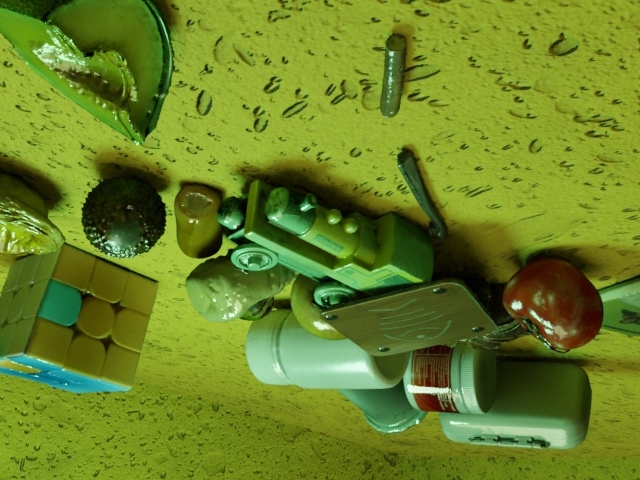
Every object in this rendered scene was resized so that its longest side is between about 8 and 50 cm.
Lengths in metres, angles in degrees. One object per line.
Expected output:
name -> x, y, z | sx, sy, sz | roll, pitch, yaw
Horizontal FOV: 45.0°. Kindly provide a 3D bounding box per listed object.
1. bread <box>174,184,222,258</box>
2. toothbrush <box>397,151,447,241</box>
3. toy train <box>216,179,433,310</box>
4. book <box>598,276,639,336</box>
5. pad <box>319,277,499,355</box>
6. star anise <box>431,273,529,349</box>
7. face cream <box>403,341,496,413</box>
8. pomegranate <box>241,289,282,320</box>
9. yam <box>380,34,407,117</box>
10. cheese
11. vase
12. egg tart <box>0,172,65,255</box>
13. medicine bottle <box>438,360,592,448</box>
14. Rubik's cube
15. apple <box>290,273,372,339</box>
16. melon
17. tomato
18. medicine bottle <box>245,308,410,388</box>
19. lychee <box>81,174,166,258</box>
bread -> -0.237, -0.029, 1.497 | 0.093, 0.073, 0.239 | 16, 158, -1
toothbrush -> 0.170, -0.068, 1.289 | 0.031, 0.030, 0.297 | 11, 160, 25
toy train -> 0.000, 0.000, 1.387 | 0.369, 0.150, 0.237 | 26, 144, -34
book -> 0.683, 0.131, 1.547 | 0.239, 0.035, 0.352 | 16, 157, -19
pad -> 0.179, 0.158, 1.513 | 0.287, 0.018, 0.284 | -15, 149, 22
star anise -> 0.304, 0.155, 1.661 | 0.332, 0.117, 0.331 | 2, 151, 1
face cream -> 0.329, 0.336, 1.964 | 0.187, 0.201, 0.201 | -3, 154, 28
pomegranate -> -0.147, 0.118, 1.742 | 0.163, 0.125, 0.138 | -4, 141, 29
yam -> 0.093, -0.206, 0.987 | 0.032, 0.032, 0.145 | 8, 157, 6
cheese -> -0.150, 0.074, 1.544 | 0.226, 0.214, 0.117 | -9, 107, 47
vase -> 0.143, 0.355, 2.095 | 0.245, 0.245, 0.291 | -7, 143, 36
egg tart -> -0.646, -0.061, 1.538 | 0.295, 0.116, 0.295 | 6, 158, 3
medicine bottle -> 0.510, 0.425, 2.033 | 0.375, 0.282, 0.123 | -5, 118, 27
Rubik's cube -> -0.630, 0.209, 1.943 | 0.292, 0.291, 0.290 | 28, 152, -36
apple -> 0.027, 0.125, 1.630 | 0.183, 0.182, 0.155 | 4, 160, 14
melon -> -0.288, -0.252, 0.939 | 0.169, 0.129, 0.265 | 27, 166, 19
tomato -> 0.439, 0.116, 1.447 | 0.187, 0.151, 0.187 | 48, 179, 1
medicine bottle -> 0.015, 0.259, 1.901 | 0.372, 0.211, 0.211 | -7, 152, 36
lychee -> -0.363, -0.043, 1.420 | 0.171, 0.171, 0.171 | 8, 158, 4
